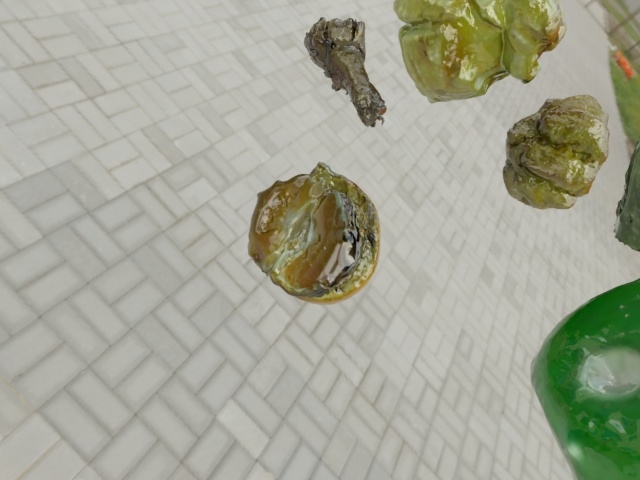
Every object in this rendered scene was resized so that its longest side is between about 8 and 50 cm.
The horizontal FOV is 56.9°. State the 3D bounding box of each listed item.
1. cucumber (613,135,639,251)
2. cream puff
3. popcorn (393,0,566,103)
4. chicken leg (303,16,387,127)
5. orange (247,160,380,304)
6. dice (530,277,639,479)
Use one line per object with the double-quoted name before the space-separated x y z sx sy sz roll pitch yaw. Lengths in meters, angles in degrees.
"cucumber" 0.525 -0.104 0.892 0.134 0.135 0.244 -67 155 -53
"cream puff" 0.480 -0.179 1.218 0.244 0.196 0.243 8 90 -73
"popcorn" 0.260 -0.350 0.964 0.225 0.277 0.276 65 28 -22
"chicken leg" 0.040 -0.245 0.825 0.196 0.081 0.125 -118 -176 -54
"orange" 0.000 0.000 0.654 0.112 0.160 0.169 48 43 -42
"dice" 0.443 0.226 0.686 0.297 0.300 0.287 56 18 -21
